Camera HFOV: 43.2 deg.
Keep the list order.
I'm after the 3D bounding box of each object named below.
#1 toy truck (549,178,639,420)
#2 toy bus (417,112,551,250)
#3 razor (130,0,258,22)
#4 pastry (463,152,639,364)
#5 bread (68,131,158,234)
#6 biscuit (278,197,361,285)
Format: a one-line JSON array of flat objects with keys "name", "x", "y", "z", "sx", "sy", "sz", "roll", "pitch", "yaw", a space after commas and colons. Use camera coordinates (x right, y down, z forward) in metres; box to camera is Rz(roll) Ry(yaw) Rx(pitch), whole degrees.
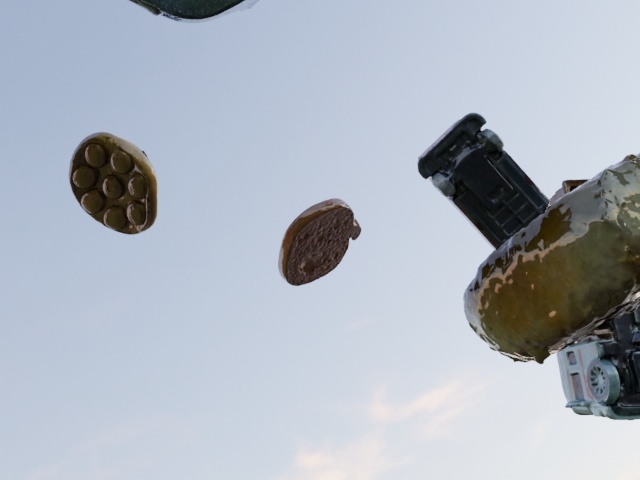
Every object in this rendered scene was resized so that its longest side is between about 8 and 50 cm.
[{"name": "toy truck", "x": 0.371, "y": 0.081, "z": 1.064, "sx": 0.136, "sy": 0.305, "sz": 0.162, "roll": -3, "pitch": -14, "yaw": -13}, {"name": "toy bus", "x": 0.171, "y": -0.039, "z": 0.788, "sx": 0.079, "sy": 0.174, "sz": 0.077, "roll": -44, "pitch": 10, "yaw": 3}, {"name": "razor", "x": -0.116, "y": -0.135, "z": 0.356, "sx": 0.190, "sy": 0.066, "sz": 0.033, "roll": 19, "pitch": -88, "yaw": -17}, {"name": "pastry", "x": 0.197, "y": 0.016, "z": 0.594, "sx": 0.192, "sy": 0.093, "sz": 0.182, "roll": -44, "pitch": -18, "yaw": 34}, {"name": "bread", "x": -0.204, "y": -0.055, "z": 0.803, "sx": 0.110, "sy": 0.110, "sz": 0.024, "roll": -56, "pitch": -3, "yaw": 40}, {"name": "biscuit", "x": 0.000, "y": 0.000, "z": 0.659, "sx": 0.078, "sy": 0.015, "sz": 0.091, "roll": -22, "pitch": -34, "yaw": -30}]
